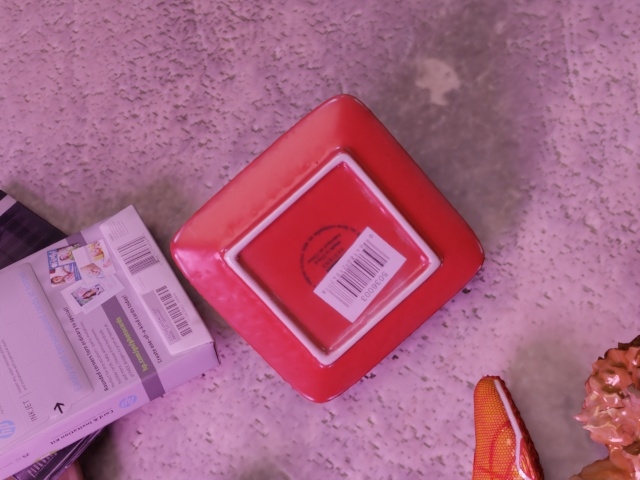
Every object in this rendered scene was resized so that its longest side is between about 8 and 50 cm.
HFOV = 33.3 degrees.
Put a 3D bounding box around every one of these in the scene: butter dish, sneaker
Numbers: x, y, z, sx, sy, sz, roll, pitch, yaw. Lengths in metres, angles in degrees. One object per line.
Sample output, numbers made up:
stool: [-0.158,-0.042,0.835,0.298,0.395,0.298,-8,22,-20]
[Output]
butter dish: [0.000,0.000,0.734,0.160,0.118,0.160,-42,105,0]
sneaker: [0.110,0.170,0.664,0.067,0.064,0.175,-10,70,14]

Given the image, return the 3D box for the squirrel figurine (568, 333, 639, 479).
squirrel figurine: [0.341,0.102,0.536,0.397,0.281,0.371,-1,83,33]

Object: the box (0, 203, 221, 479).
box: [-0.186,0.071,0.766,0.186,0.038,0.145,-27,56,-14]

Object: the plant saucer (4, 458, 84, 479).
plant saucer: [-0.289,0.227,0.796,0.277,0.041,0.278,-6,71,17]

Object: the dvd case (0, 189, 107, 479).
dvd case: [-0.228,0.068,0.808,0.221,0.018,0.164,31,64,24]
